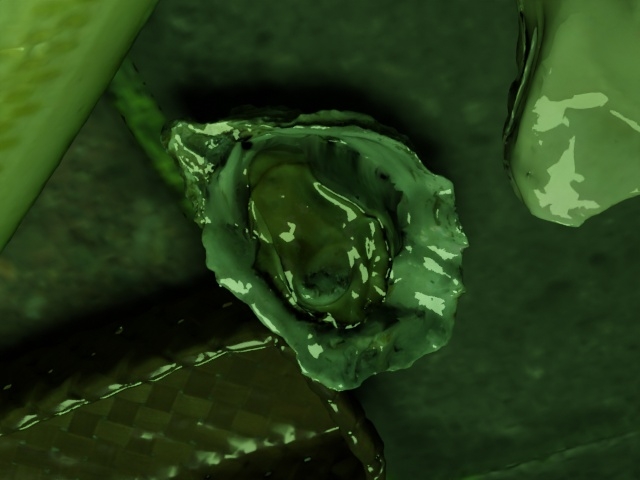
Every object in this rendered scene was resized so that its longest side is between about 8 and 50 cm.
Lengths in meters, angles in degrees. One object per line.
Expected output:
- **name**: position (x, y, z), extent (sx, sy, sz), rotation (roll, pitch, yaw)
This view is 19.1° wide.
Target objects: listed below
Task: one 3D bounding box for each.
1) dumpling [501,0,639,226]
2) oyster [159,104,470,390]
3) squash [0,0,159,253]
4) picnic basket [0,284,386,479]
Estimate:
- **dumpling**: position (0.111, -0.094, 0.501), extent (0.136, 0.118, 0.199), rotation (16, 94, -20)
- **oyster**: position (-0.001, 0.000, 0.635), extent (0.098, 0.037, 0.100), rotation (-10, 108, -14)
- **squash**: position (-0.126, -0.080, 0.527), extent (0.169, 0.093, 0.252), rotation (-18, 153, -50)
- **picnic basket**: position (-0.075, 0.078, 0.701), extent (0.193, 0.055, 0.110), rotation (-19, 128, 16)
